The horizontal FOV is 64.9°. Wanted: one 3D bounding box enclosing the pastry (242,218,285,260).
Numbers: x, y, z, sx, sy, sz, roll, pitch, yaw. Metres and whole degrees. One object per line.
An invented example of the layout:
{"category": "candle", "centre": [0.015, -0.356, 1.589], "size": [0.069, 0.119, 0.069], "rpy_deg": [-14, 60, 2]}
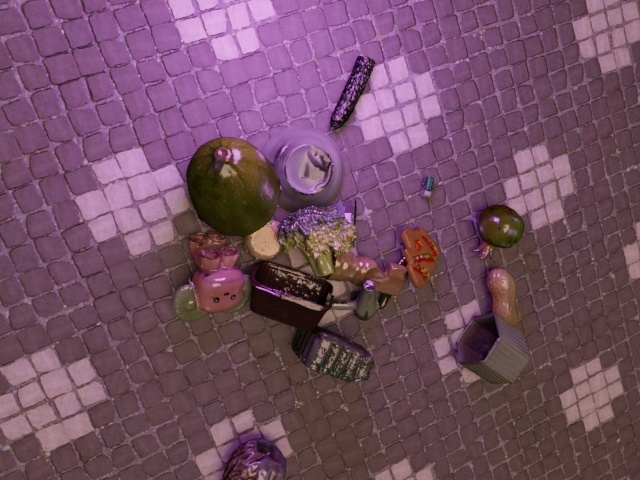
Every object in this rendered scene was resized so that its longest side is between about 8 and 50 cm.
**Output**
{"category": "pastry", "centre": [-0.190, -0.003, 1.746], "size": [0.165, 0.088, 0.166], "rpy_deg": [-1, 94, -16]}

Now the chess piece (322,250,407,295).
{"category": "chess piece", "centre": [0.168, 0.119, 1.832], "size": [0.300, 0.137, 0.138], "rpy_deg": [18, 92, -14]}

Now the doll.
{"category": "doll", "centre": [-0.355, 0.137, 1.685], "size": [0.284, 0.216, 0.269], "rpy_deg": [-6, 122, -34]}

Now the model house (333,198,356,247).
{"category": "model house", "centre": [0.081, -0.062, 1.806], "size": [0.088, 0.117, 0.167], "rpy_deg": [3, 77, 8]}

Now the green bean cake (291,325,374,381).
{"category": "green bean cake", "centre": [0.045, 0.396, 1.784], "size": [0.254, 0.241, 0.132], "rpy_deg": [23, 85, -17]}

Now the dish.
{"category": "dish", "centre": [-0.051, -0.246, 1.746], "size": [0.316, 0.106, 0.317], "rpy_deg": [-2, 97, -16]}

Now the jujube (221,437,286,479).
{"category": "jujube", "centre": [-0.248, 0.871, 1.783], "size": [0.225, 0.226, 0.317], "rpy_deg": [20, 96, -17]}

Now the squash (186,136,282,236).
{"category": "squash", "centre": [-0.281, -0.170, 1.545], "size": [0.309, 0.309, 0.311], "rpy_deg": [0, 88, -1]}

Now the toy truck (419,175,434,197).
{"category": "toy truck", "centre": [0.407, -0.203, 1.915], "size": [0.039, 0.044, 0.084], "rpy_deg": [11, 94, -14]}

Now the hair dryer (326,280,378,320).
{"category": "hair dryer", "centre": [0.097, 0.207, 1.800], "size": [0.266, 0.229, 0.093], "rpy_deg": [10, 54, -16]}

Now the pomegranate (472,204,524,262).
{"category": "pomegranate", "centre": [0.683, -0.027, 1.961], "size": [0.181, 0.182, 0.224], "rpy_deg": [20, 113, -17]}

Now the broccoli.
{"category": "broccoli", "centre": [0.000, 0.000, 1.694], "size": [0.262, 0.247, 0.244], "rpy_deg": [-12, 103, 9]}

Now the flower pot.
{"category": "flower pot", "centre": [0.678, 0.430, 1.982], "size": [0.189, 0.209, 0.239], "rpy_deg": [35, 91, -17]}

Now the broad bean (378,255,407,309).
{"category": "broad bean", "centre": [0.290, 0.132, 1.925], "size": [0.060, 0.043, 0.298], "rpy_deg": [33, 86, -27]}

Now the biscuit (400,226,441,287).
{"category": "biscuit", "centre": [0.377, 0.064, 1.887], "size": [0.212, 0.041, 0.239], "rpy_deg": [26, 61, -34]}

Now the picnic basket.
{"category": "picnic basket", "centre": [-0.111, 0.194, 1.734], "size": [0.296, 0.222, 0.129], "rpy_deg": [19, 112, -3]}

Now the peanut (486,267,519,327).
{"category": "peanut", "centre": [0.742, 0.236, 2.038], "size": [0.125, 0.111, 0.275], "rpy_deg": [-28, 112, -46]}

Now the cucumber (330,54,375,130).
{"category": "cucumber", "centre": [0.106, -0.516, 1.778], "size": [0.072, 0.072, 0.300], "rpy_deg": [26, 89, -17]}
